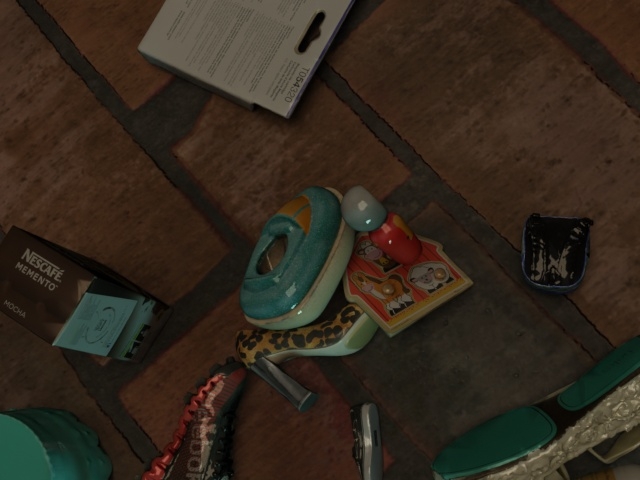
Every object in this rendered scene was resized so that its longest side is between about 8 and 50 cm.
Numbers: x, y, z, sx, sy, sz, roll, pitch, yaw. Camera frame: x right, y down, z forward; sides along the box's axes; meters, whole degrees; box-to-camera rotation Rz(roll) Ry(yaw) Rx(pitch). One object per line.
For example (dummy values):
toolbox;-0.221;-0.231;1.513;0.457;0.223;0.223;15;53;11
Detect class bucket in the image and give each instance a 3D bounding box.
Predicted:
bucket;-0.496;0.402;1.328;0.281;0.183;0.281;-3;75;12

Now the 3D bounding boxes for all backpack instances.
backpack;0.365;0.025;1.284;0.105;0.084;0.114;5;73;14

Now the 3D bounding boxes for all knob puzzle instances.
knob puzzle;0.119;0.043;1.320;0.213;0.030;0.213;-1;48;1

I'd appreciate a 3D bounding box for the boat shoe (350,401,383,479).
boat shoe;0.071;0.328;1.299;0.040;0.049;0.142;-10;72;29

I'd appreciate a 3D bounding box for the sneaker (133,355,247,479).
sneaker;-0.179;0.326;1.324;0.135;0.097;0.276;30;87;17

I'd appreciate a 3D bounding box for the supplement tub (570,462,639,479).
supplement tub;0.369;0.431;1.093;0.316;0.228;0.228;-23;73;15

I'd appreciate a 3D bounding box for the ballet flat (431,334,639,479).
ballet flat;0.366;0.288;1.203;0.409;0.147;0.147;-31;72;4

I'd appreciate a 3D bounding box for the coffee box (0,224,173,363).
coffee box;-0.382;0.095;1.318;0.168;0.297;0.118;30;85;17

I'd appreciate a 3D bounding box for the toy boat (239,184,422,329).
toy boat;0.000;0.000;1.272;0.318;0.148;0.267;-15;44;43

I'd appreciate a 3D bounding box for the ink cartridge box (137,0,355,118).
ink cartridge box;-0.116;-0.411;1.503;0.330;0.071;0.324;28;83;14

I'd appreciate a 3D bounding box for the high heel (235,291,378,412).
high heel;-0.015;0.127;1.349;0.186;0.093;0.261;36;80;30
